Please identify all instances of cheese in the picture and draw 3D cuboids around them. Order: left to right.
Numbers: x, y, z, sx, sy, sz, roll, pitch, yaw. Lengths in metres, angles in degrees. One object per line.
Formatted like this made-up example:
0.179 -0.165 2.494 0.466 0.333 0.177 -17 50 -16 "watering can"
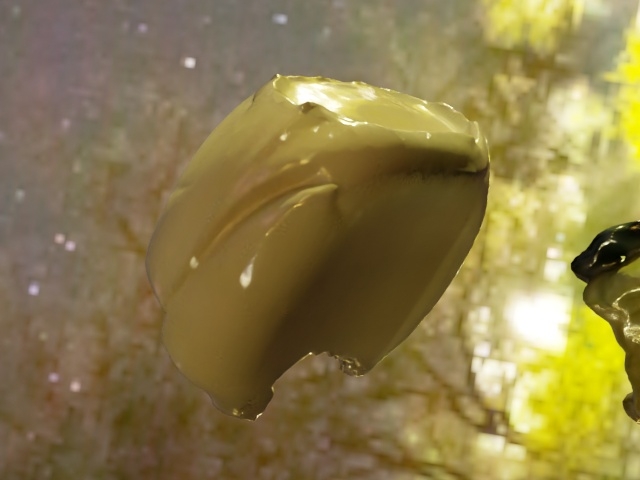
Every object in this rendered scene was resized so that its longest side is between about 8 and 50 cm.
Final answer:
0.000 0.000 1.280 0.266 0.127 0.233 1 -57 -54 "cheese"

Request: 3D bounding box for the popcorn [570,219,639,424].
0.323 0.123 1.101 0.293 0.293 0.237 89 175 -52 "popcorn"
